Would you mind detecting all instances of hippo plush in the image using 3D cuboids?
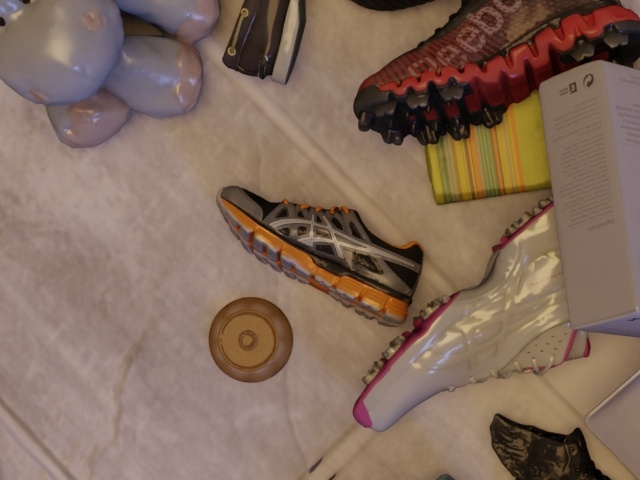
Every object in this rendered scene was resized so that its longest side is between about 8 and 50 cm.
[{"bbox_3d":[-0.232,-0.236,1.631,0.234,0.236,0.294,-40,84,5],"label":"hippo plush"}]

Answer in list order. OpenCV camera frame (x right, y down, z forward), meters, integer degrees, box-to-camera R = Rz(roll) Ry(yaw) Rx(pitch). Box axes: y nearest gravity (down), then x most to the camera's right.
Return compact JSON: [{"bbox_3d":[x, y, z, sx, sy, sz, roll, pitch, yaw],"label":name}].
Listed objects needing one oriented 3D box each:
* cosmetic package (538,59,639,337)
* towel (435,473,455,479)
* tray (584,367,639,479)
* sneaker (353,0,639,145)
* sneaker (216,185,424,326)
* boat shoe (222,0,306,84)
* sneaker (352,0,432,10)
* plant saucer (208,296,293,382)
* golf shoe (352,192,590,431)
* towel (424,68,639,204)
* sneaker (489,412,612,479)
[{"bbox_3d":[0.271,-0.034,1.571,0.085,0.117,0.231,-21,67,47],"label":"cosmetic package"},{"bbox_3d":[0.096,0.454,1.652,0.320,0.090,0.374,-35,85,5],"label":"towel"},{"bbox_3d":[0.374,0.112,1.627,0.270,0.030,0.145,-42,119,5],"label":"tray"},{"bbox_3d":[0.154,-0.181,1.641,0.276,0.097,0.135,-20,64,3],"label":"sneaker"},{"bbox_3d":[0.000,0.000,1.683,0.215,0.084,0.083,29,79,4],"label":"sneaker"},{"bbox_3d":[-0.037,-0.266,1.685,0.069,0.081,0.227,14,93,3],"label":"boat shoe"},{"bbox_3d":[0.143,-0.345,1.658,0.330,0.146,0.122,-38,111,27],"label":"sneaker"},{"bbox_3d":[-0.068,0.096,1.716,0.083,0.015,0.083,0,89,7],"label":"plant saucer"},{"bbox_3d":[0.166,0.088,1.639,0.306,0.115,0.140,-43,88,6],"label":"golf shoe"},{"bbox_3d":[0.217,-0.099,1.682,0.237,0.021,0.102,-8,91,7],"label":"towel"},{"bbox_3d":[0.238,0.217,1.655,0.170,0.051,0.089,9,95,11],"label":"sneaker"}]
